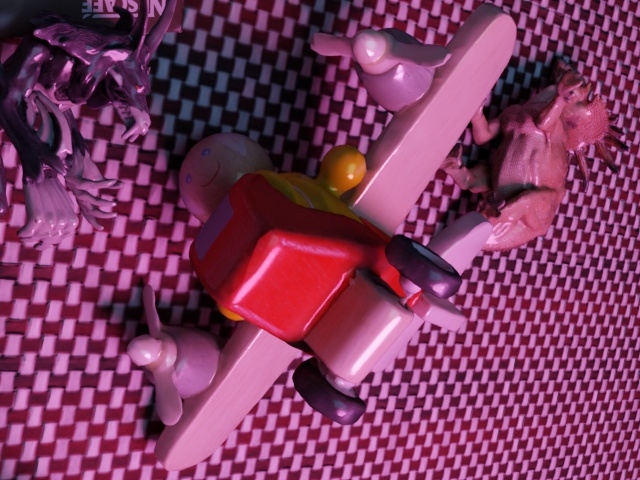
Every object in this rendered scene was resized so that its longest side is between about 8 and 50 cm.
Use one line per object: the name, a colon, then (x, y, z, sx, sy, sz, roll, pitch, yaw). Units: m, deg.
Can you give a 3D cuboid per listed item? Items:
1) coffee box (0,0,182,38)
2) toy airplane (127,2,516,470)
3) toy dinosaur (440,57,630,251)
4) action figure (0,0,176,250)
coffee box: (-0.227, -0.216, 0.738, 0.246, 0.098, 0.141, -10, 109, -39)
toy airplane: (0.000, 0.000, 0.923, 0.386, 0.272, 0.384, -44, 165, -33)
toy dinosaur: (0.240, -0.077, 1.172, 0.200, 0.127, 0.296, 28, 89, -49)
action figure: (-0.195, -0.061, 0.714, 0.275, 0.164, 0.141, -31, 89, 14)
